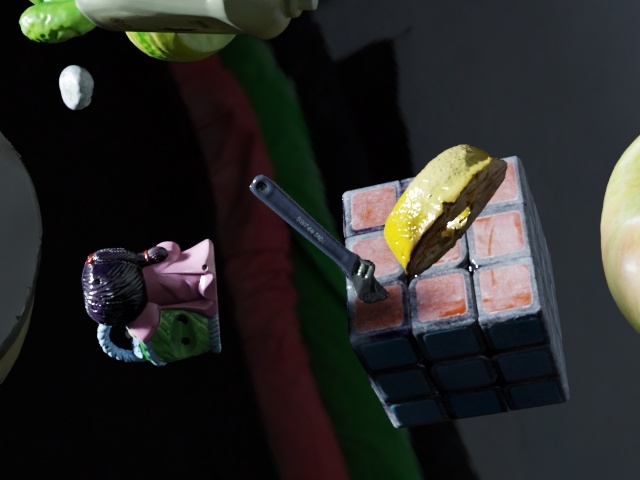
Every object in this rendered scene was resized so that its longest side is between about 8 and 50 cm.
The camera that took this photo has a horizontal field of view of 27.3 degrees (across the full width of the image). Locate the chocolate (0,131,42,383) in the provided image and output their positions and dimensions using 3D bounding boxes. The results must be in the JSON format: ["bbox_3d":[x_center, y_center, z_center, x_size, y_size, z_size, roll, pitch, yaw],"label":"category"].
[{"bbox_3d":[-0.417,0.048,1.165,0.326,0.297,0.314,-11,-108,-24],"label":"chocolate"}]

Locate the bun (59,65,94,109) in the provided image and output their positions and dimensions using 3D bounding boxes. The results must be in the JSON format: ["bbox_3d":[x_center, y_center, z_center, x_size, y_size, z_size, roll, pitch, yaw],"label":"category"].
[{"bbox_3d":[-0.421,-0.266,2.288,0.045,0.083,0.083,-14,-107,-32],"label":"bun"}]

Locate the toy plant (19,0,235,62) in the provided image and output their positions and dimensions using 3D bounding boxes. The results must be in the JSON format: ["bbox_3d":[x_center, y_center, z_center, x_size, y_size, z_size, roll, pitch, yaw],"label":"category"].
[{"bbox_3d":[-0.259,-0.332,1.705,0.224,0.315,0.184,-58,-39,-23],"label":"toy plant"}]

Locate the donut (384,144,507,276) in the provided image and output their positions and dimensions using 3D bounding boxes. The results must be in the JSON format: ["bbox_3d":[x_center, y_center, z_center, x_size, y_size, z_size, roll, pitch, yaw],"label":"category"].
[{"bbox_3d":[0.146,-0.043,1.585,0.065,0.178,0.162,42,-158,18],"label":"donut"}]

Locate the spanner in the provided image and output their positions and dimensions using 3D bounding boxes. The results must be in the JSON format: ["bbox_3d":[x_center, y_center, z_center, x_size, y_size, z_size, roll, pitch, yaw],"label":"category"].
[{"bbox_3d":[0.000,0.000,1.507,0.208,0.046,0.012,41,-161,-11],"label":"spanner"}]

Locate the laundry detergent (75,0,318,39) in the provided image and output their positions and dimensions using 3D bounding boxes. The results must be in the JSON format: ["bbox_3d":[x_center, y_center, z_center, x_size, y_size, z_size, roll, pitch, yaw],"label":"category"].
[{"bbox_3d":[-0.125,-0.268,1.435,0.181,0.253,0.091,17,-101,-75],"label":"laundry detergent"}]

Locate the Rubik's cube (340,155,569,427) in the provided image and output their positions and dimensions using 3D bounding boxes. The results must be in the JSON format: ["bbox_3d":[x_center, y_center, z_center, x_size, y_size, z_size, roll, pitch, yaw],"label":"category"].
[{"bbox_3d":[0.219,0.089,2.113,0.301,0.305,0.304,61,-156,-50],"label":"Rubik's cube"}]

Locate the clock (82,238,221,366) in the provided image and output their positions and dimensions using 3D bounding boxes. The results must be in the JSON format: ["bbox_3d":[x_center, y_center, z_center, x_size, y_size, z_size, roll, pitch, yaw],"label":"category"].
[{"bbox_3d":[-0.244,0.093,1.918,0.100,0.195,0.194,-111,19,-62],"label":"clock"}]

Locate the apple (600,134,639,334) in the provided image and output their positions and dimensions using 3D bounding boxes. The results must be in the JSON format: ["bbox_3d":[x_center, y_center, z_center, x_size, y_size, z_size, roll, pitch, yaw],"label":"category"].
[{"bbox_3d":[0.438,-0.003,1.249,0.277,0.319,0.319,30,-147,-17],"label":"apple"}]
